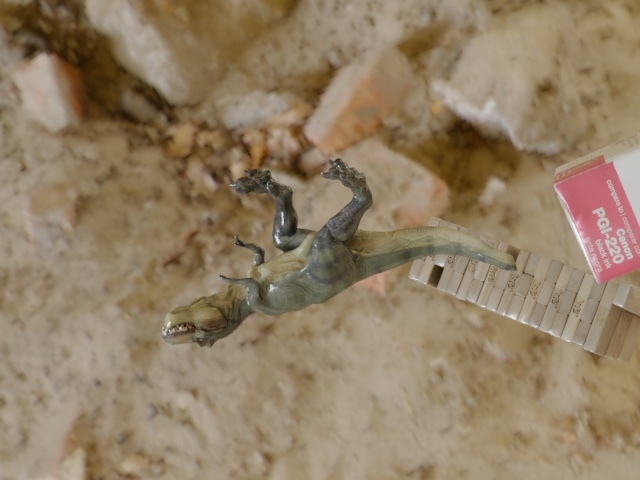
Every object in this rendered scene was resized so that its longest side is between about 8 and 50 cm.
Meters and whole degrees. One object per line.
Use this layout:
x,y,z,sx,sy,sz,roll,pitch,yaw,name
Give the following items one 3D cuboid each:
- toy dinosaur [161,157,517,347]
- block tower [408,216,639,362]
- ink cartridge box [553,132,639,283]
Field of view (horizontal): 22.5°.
0.000,0.000,1.192,0.268,0.118,0.064,-15,23,11,toy dinosaur
0.261,0.061,2.040,0.335,0.091,0.097,19,88,42,block tower
0.301,-0.055,1.261,0.218,0.092,0.158,-25,3,12,ink cartridge box
